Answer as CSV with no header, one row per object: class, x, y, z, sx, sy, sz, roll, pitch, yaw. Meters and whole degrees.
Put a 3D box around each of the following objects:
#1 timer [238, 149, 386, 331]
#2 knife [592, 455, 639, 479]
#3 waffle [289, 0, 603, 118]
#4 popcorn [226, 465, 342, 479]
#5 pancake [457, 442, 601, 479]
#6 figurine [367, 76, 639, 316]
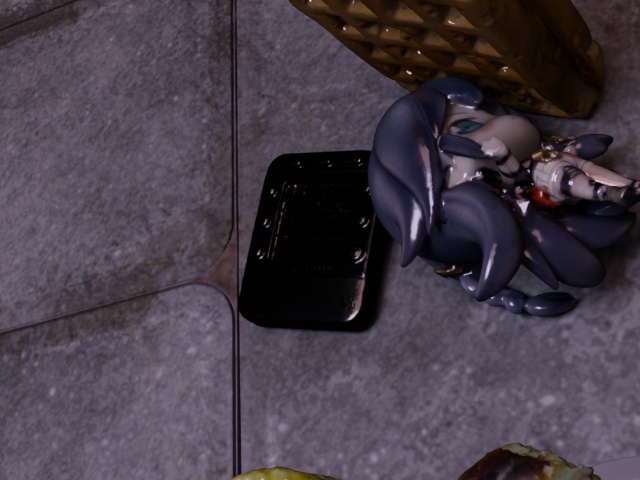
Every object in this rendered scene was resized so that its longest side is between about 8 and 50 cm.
timer,0.000,0.000,1.051,0.144,0.055,0.187,0,68,30
knife,0.229,0.208,0.833,0.244,0.032,0.058,-21,48,11
waffle,0.115,-0.203,0.930,0.224,0.328,0.098,17,85,32
popcorn,-0.025,0.285,0.825,0.221,0.183,0.204,17,71,29
pancake,0.102,0.290,0.507,0.305,0.067,0.426,8,50,39
figurine,0.157,-0.040,0.912,0.197,0.175,0.265,-53,43,15
